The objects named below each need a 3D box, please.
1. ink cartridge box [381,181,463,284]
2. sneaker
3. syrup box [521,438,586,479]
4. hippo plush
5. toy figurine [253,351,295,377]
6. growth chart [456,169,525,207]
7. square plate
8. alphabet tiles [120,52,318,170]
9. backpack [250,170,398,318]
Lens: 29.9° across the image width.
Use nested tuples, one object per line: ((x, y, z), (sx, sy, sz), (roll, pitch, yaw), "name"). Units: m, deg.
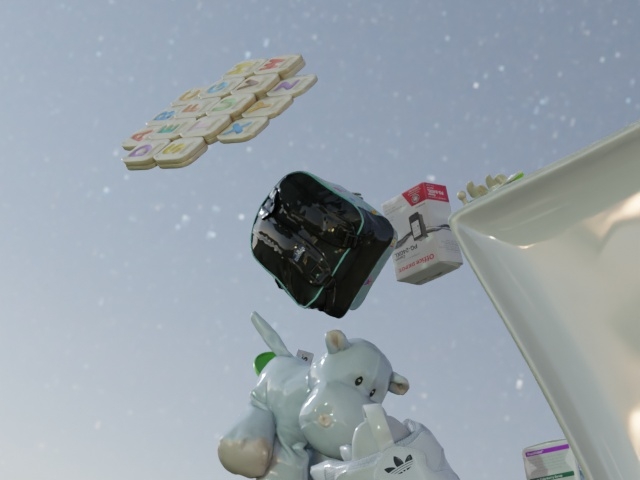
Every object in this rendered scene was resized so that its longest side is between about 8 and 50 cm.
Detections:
((0.176, -0.011, 2.089), (0.063, 0.150, 0.109), (8, -26, -42), "ink cartridge box")
((0.096, 0.315, 1.242), (0.137, 0.210, 0.366), (-24, -32, -14), "sneaker")
((0.415, 0.464, 2.032), (0.096, 0.237, 0.093), (-15, -26, 21), "syrup box")
((0.023, 0.243, 1.701), (0.236, 0.294, 0.234), (-26, -55, 39), "hippo plush")
((-0.057, 0.293, 1.966), (0.173, 0.159, 0.130), (26, 22, 6), "toy figurine")
((0.320, -0.033, 1.912), (0.237, 0.021, 0.172), (-14, -77, 56), "growth chart")
((0.345, 0.055, 1.100), (0.344, 0.347, 0.049), (-27, -10, -2), "square plate")
((-0.148, -0.185, 1.702), (0.278, 0.284, 0.021), (1, -53, 44), "alphabet tiles")
((0.000, 0.000, 1.657), (0.188, 0.166, 0.144), (36, 11, 36), "backpack")
